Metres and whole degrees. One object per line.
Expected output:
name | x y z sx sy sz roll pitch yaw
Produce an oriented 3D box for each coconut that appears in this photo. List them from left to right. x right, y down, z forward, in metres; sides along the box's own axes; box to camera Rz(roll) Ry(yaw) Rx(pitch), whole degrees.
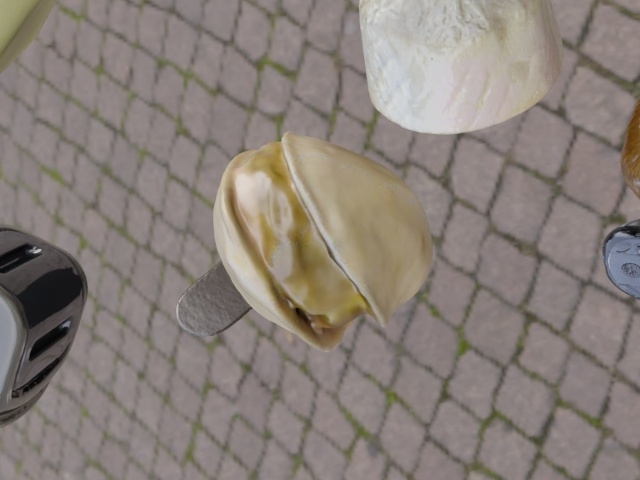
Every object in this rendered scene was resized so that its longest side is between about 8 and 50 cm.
coconut | 0.196 -0.285 1.844 0.329 0.329 0.328 11 105 47

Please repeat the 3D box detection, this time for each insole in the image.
insole | -0.063 0.013 1.737 0.111 0.328 0.007 37 154 21

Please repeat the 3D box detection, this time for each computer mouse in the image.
computer mouse | 0.536 0.027 1.952 0.233 0.096 0.137 9 138 34

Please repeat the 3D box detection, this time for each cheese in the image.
cheese | -0.279 -0.145 1.033 0.050 0.255 0.127 36 145 -8

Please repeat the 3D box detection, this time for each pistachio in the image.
pistachio | 0.000 0.000 1.452 0.229 0.321 0.238 -30 73 11

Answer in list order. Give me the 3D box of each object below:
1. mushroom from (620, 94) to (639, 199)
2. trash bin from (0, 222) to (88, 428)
mushroom | 0.483 -0.180 1.628 0.267 0.267 0.254 2 121 49
trash bin | -0.359 0.095 1.146 0.290 0.209 0.182 -22 97 12
